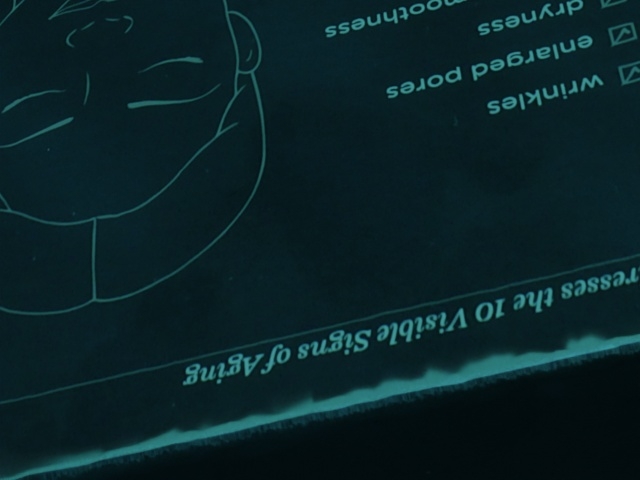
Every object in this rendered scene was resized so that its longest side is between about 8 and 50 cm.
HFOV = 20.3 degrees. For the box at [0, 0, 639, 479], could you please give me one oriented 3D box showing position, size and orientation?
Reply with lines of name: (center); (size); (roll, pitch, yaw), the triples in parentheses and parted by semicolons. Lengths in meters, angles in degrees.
box: (0.000, 0.000, 1.060); (0.480, 0.297, 0.472); (-13, 46, 10)
